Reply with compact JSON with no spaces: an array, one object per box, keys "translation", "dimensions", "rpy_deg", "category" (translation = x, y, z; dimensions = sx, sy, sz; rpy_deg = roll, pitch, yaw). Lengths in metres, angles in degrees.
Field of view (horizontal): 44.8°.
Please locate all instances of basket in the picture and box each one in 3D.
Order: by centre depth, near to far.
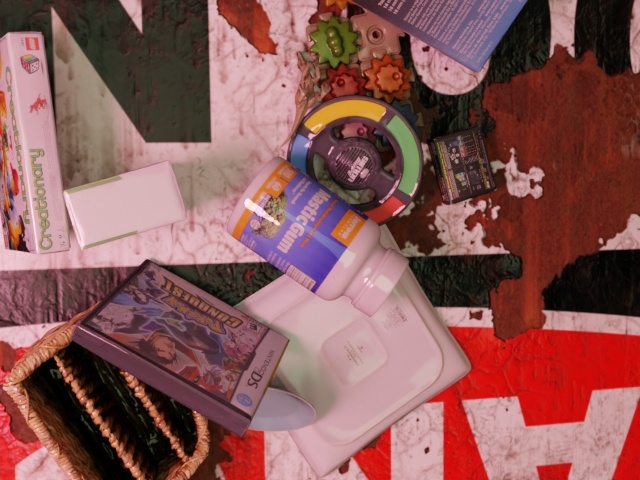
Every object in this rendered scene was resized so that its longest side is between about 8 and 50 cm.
[{"translation":[-0.300,0.250,1.190],"dimensions":[0.214,0.223,0.299],"rpy_deg":[-31,99,-8],"category":"basket"}]

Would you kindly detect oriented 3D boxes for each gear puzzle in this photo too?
[{"translation":[0.072,-0.312,1.316],"dimensions":[0.176,0.044,0.338],"rpy_deg":[-14,97,-11],"category":"gear puzzle"}]

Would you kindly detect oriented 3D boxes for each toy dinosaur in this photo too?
[{"translation":[-0.025,-0.231,1.266],"dimensions":[0.053,0.093,0.183],"rpy_deg":[16,72,-18],"category":"toy dinosaur"}]

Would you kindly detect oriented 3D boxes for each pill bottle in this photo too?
[{"translation":[0.000,0.000,1.241],"dimensions":[0.272,0.152,0.152],"rpy_deg":[34,87,2],"category":"pill bottle"}]

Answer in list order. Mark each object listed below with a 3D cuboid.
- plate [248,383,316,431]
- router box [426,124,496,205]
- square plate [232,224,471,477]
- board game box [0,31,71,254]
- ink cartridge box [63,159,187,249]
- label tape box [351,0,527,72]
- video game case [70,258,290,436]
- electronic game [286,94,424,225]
[{"translation":[-0.098,0.269,1.276],"dimensions":[0.188,0.188,0.024],"rpy_deg":[17,54,-13],"category":"plate"},{"translation":[0.250,-0.132,1.373],"dimensions":[0.092,0.038,0.122],"rpy_deg":[-17,98,-11],"category":"router box"},{"translation":[0.052,0.187,1.350],"dimensions":[0.344,0.049,0.347],"rpy_deg":[-34,101,-7],"category":"square plate"},{"translation":[-0.438,-0.135,1.142],"dimensions":[0.053,0.193,0.305],"rpy_deg":[-10,97,-34],"category":"board game box"},{"translation":[-0.291,-0.055,1.172],"dimensions":[0.154,0.212,0.093],"rpy_deg":[-18,96,-10],"category":"ink cartridge box"},{"translation":[0.176,-0.452,1.227],"dimensions":[0.334,0.106,0.240],"rpy_deg":[24,115,-23],"category":"label tape box"},{"translation":[-0.196,0.149,1.170],"dimensions":[0.275,0.248,0.035],"rpy_deg":[30,113,-1],"category":"video game case"},{"translation":[0.057,-0.127,1.294],"dimensions":[0.229,0.048,0.229],"rpy_deg":[1,107,5],"category":"electronic game"}]
